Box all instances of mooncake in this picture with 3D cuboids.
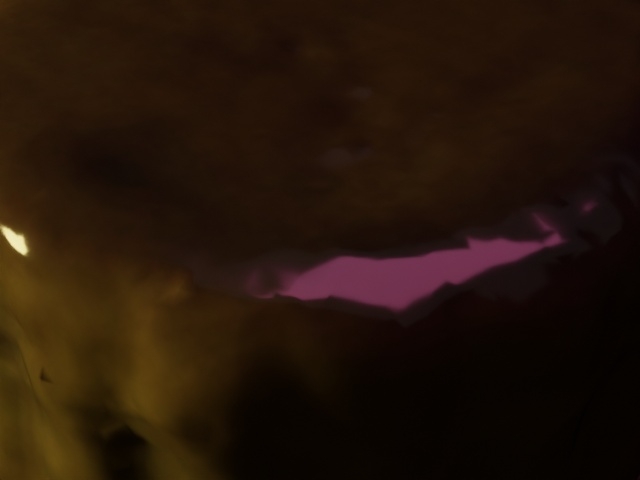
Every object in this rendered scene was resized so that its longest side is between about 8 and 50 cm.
[{"bbox_3d":[-0.001,0.000,0.728,0.324,0.187,0.324,0,38,0],"label":"mooncake"}]
